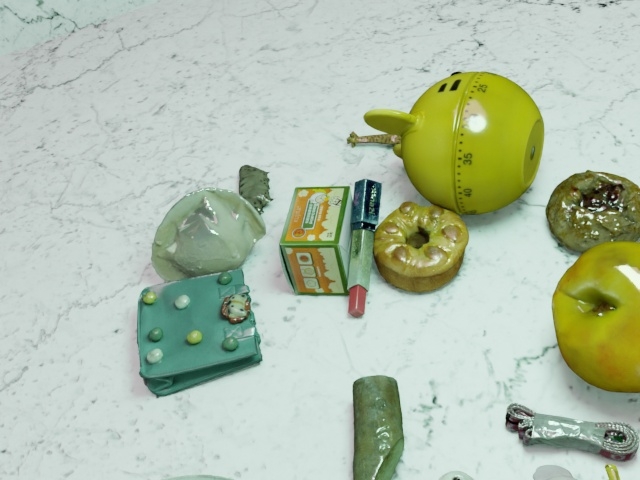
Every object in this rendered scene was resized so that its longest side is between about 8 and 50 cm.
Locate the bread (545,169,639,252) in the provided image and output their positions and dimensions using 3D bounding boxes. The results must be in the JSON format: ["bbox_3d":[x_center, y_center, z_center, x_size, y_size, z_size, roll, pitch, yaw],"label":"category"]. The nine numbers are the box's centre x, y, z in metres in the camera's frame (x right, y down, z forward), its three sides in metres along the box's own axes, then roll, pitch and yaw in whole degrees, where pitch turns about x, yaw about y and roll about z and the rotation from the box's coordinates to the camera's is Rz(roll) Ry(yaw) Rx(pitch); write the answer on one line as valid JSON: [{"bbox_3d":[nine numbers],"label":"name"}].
[{"bbox_3d":[0.631,-0.072,1.601,0.229,0.123,0.230,-6,43,6],"label":"bread"}]

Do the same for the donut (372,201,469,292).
[{"bbox_3d":[0.227,0.013,1.619,0.226,0.114,0.227,-8,46,8],"label":"donut"}]

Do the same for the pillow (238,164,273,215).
[{"bbox_3d":[-0.176,-0.136,1.908,0.093,0.051,0.241,-12,43,2],"label":"pillow"}]

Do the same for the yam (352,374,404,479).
[{"bbox_3d":[0.106,0.373,1.309,0.106,0.106,0.259,-7,45,7],"label":"yam"}]

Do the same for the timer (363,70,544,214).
[{"bbox_3d":[0.321,-0.239,1.679,0.386,0.376,0.376,11,50,27],"label":"timer"}]

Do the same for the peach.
[{"bbox_3d":[0.600,0.143,1.305,0.307,0.289,0.289,11,35,-31],"label":"peach"}]

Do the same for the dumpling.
[{"bbox_3d":[-0.279,-0.009,1.688,0.175,0.227,0.243,14,53,45],"label":"dumpling"}]

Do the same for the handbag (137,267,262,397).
[{"bbox_3d":[-0.282,0.190,1.583,0.274,0.100,0.269,-15,44,0],"label":"handbag"}]

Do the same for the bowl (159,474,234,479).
[{"bbox_3d":[-0.201,0.609,1.088,0.434,0.196,0.435,-8,45,8],"label":"bowl"}]

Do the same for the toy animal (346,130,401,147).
[{"bbox_3d":[0.214,-0.300,1.973,0.275,0.054,0.149,-19,43,-4],"label":"toy animal"}]

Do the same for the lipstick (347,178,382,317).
[{"bbox_3d":[0.094,0.018,1.589,0.051,0.051,0.312,-12,68,56],"label":"lipstick"}]

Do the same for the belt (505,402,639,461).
[{"bbox_3d":[0.453,0.352,1.278,0.231,0.053,0.071,7,50,19],"label":"belt"}]

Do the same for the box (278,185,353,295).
[{"bbox_3d":[0.000,0.000,1.642,0.148,0.178,0.195,0,46,15],"label":"box"}]

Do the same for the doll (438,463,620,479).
[{"bbox_3d":[0.324,0.456,1.181,0.365,0.094,0.160,-5,43,8],"label":"doll"}]
